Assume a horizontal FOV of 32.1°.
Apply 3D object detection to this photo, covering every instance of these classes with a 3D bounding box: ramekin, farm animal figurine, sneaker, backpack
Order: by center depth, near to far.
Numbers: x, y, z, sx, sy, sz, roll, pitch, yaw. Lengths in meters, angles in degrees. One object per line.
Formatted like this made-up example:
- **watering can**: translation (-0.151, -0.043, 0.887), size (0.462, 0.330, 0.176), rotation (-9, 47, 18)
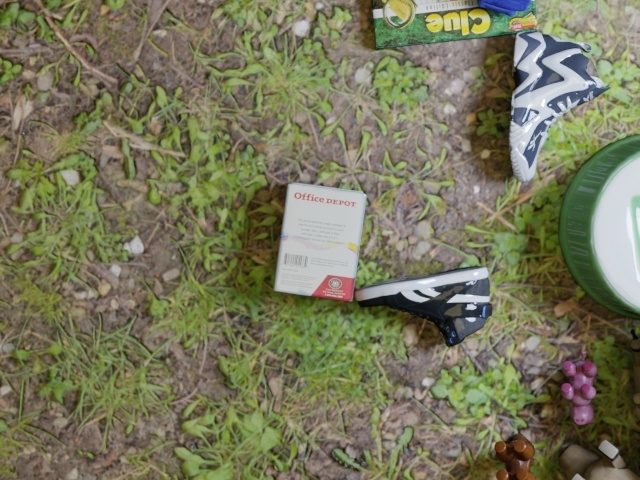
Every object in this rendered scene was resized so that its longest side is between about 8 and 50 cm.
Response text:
- **backpack**: translation (0.284, -0.414, 1.697), size (0.098, 0.101, 0.120), rotation (19, 62, -4)
- **ramekin**: translation (0.535, -0.017, 1.722), size (0.303, 0.148, 0.303), rotation (0, 94, 1)
- **farm animal figurine**: translation (0.456, 0.352, 1.733), size (0.330, 0.172, 0.327), rotation (-34, 54, 5)
- **sneaker**: translation (0.374, -0.207, 1.737), size (0.153, 0.094, 0.235), rotation (3, 84, 9)
- **sneaker**: translation (0.169, 0.116, 1.772), size (0.217, 0.079, 0.121), rotation (-9, 93, 0)

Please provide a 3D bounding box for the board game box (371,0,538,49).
- **board game box**: translation (0.210, -0.384, 1.762), size (0.259, 0.030, 0.136), rotation (-7, 96, 1)

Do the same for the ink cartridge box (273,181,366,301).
- **ink cartridge box**: translation (0.000, 0.000, 1.770), size (0.127, 0.072, 0.175), rotation (8, 94, 1)
